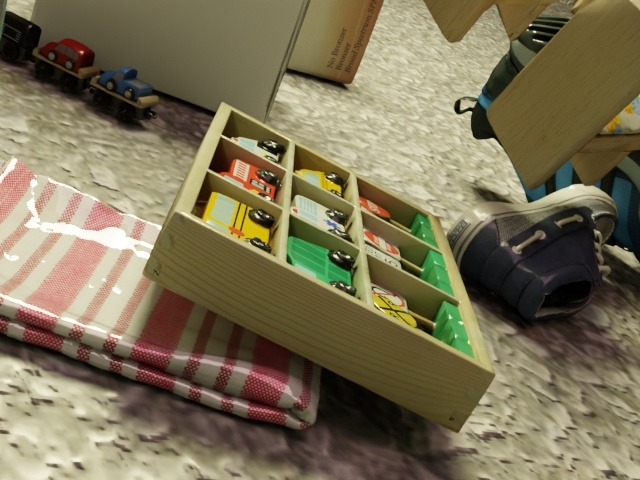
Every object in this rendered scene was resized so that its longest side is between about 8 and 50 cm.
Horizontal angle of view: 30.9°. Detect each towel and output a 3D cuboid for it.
[{"bbox_3d":[-0.088,0.022,0.569,0.197,0.029,0.144,20,21,-6],"label":"towel"}]

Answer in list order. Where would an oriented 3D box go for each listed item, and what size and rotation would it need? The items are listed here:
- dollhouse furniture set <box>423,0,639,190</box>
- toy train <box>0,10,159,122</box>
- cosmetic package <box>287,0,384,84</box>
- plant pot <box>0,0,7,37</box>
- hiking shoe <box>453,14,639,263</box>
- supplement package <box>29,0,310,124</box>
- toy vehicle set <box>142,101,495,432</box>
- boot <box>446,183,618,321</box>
[{"bbox_3d":[0.335,-0.127,0.800,0.362,0.256,0.394,-6,62,-37],"label":"dollhouse furniture set"},{"bbox_3d":[-0.183,-0.129,0.845,0.158,0.036,0.027,28,21,16],"label":"toy train"},{"bbox_3d":[-0.092,-0.272,1.139,0.296,0.153,0.129,10,22,-27],"label":"cosmetic package"},{"bbox_3d":[-0.240,-0.077,0.363,0.293,0.293,0.196,19,-7,-9],"label":"plant pot"},{"bbox_3d":[0.245,-0.043,0.957,0.113,0.132,0.304,-18,66,-41],"label":"hiking shoe"},{"bbox_3d":[-0.093,-0.258,0.936,0.204,0.262,0.145,20,19,-5],"label":"supplement package"},{"bbox_3d":[0.000,0.000,0.646,0.166,0.035,0.267,27,15,-8],"label":"toy vehicle set"},{"bbox_3d":[0.174,0.014,0.822,0.190,0.069,0.086,-11,44,-43],"label":"boot"}]
